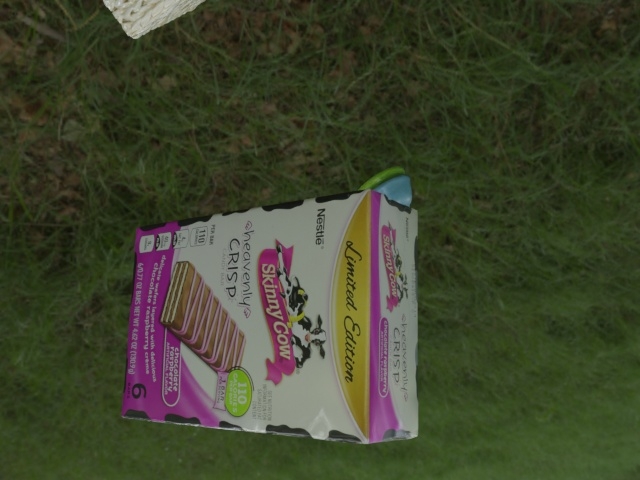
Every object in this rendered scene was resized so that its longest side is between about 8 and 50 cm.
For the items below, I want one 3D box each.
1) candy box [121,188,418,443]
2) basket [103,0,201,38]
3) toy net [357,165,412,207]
[{"bbox_3d":[-0.045,0.059,0.469,0.233,0.159,0.071,-7,166,34],"label":"candy box"},{"bbox_3d":[-0.280,-0.621,1.231,0.331,0.328,0.266,-25,111,28],"label":"basket"},{"bbox_3d":[0.000,0.000,0.671,0.232,0.045,0.122,-24,162,-26],"label":"toy net"}]
